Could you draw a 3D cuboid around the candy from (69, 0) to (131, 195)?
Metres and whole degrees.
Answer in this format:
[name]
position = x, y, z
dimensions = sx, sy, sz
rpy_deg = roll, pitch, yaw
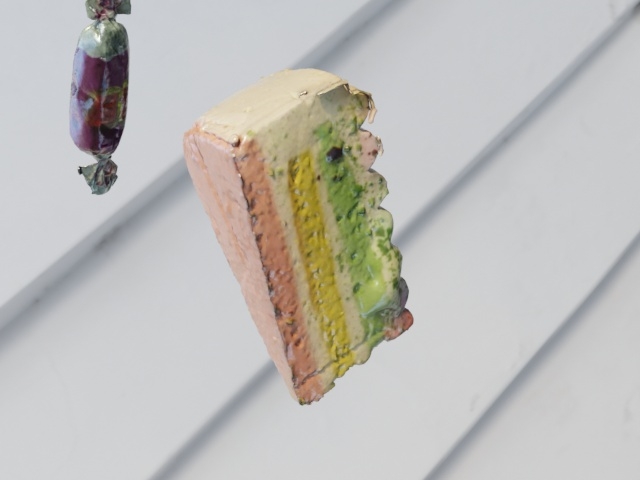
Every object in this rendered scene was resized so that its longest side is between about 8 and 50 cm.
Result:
[candy]
position = -0.161, -0.109, 0.824
dimensions = 0.043, 0.045, 0.175
rpy_deg = 32, 130, 24

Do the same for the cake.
[cake]
position = -0.013, -0.007, 0.762
dimensions = 0.090, 0.109, 0.225
rpy_deg = 29, 144, 46
